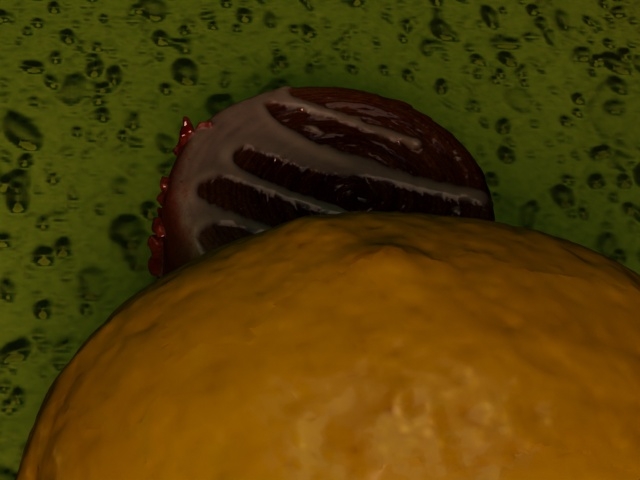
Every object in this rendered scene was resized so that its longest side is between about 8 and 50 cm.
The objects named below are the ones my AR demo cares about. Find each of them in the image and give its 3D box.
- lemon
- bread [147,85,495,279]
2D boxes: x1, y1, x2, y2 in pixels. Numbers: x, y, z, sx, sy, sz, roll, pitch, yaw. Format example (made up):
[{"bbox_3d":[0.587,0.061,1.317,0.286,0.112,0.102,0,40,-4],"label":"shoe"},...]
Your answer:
[{"bbox_3d":[0.028,0.102,0.556,0.288,0.233,0.233,0,50,-17],"label":"lemon"},{"bbox_3d":[0.000,0.000,0.735,0.160,0.073,0.160,4,51,-5],"label":"bread"}]
